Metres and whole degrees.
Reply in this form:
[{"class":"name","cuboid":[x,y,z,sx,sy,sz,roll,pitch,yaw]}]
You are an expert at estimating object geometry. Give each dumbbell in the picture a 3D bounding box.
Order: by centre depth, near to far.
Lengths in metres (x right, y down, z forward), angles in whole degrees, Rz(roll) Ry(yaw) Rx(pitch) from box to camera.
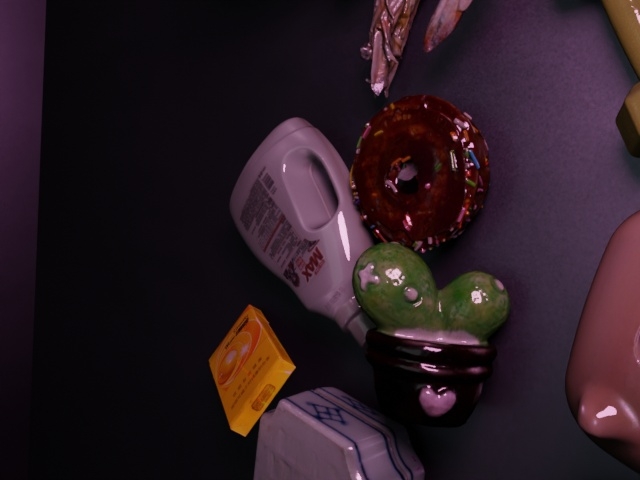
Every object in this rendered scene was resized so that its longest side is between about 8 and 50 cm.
[{"class":"dumbbell","cuboid":[0.345,-0.238,0.635,0.108,0.121,0.302,120,136,-68]}]

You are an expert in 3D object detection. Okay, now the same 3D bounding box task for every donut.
[{"class":"donut","cuboid":[0.149,-0.096,0.864,0.235,0.089,0.235,0,90,47]}]

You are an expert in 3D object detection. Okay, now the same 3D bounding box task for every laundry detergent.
[{"class":"laundry detergent","cuboid":[0.000,0.000,1.005,0.398,0.124,0.264,55,127,30]}]

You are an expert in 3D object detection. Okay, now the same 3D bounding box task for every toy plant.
[{"class":"toy plant","cuboid":[0.145,0.125,0.805,0.218,0.175,0.235,7,88,7]}]

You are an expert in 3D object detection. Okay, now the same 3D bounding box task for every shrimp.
[{"class":"shrimp","cuboid":[0.151,-0.369,0.834,0.247,0.085,0.360,57,132,50]}]

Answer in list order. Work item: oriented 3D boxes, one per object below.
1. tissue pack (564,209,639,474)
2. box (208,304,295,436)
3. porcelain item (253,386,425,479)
[{"class":"tissue pack","cuboid":[0.404,0.115,0.457,0.387,0.277,0.267,24,105,44]},{"class":"box","cuboid":[-0.139,0.233,1.104,0.152,0.043,0.269,-53,24,0]},{"class":"porcelain item","cuboid":[0.022,0.408,0.958,0.286,0.157,0.281,14,101,48]}]
